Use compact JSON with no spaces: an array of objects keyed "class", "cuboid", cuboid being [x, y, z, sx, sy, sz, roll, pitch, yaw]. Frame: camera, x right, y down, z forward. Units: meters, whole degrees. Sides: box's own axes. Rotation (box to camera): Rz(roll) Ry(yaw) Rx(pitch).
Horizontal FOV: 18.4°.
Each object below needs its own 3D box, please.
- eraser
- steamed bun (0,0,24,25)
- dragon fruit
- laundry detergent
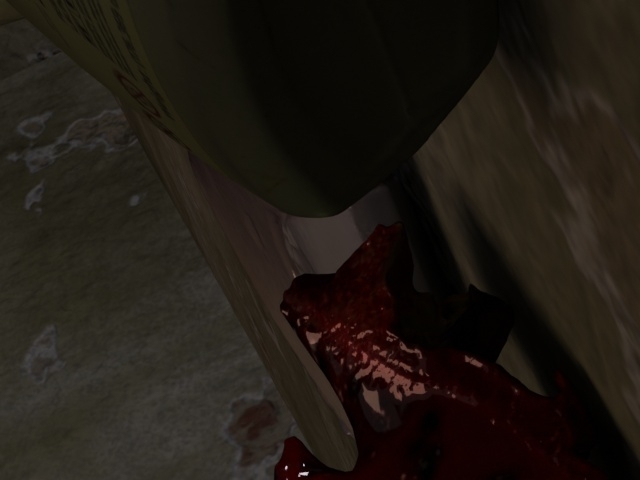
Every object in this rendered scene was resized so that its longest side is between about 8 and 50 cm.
[{"class":"eraser","cuboid":[0.001,-0.001,0.871,0.204,0.059,0.243,66,170,-26]},{"class":"steamed bun","cuboid":[-0.193,-0.199,0.725,0.290,0.272,0.273,63,175,-28]},{"class":"dragon fruit","cuboid":[0.041,0.089,0.673,0.192,0.122,0.092,58,-173,30]},{"class":"laundry detergent","cuboid":[-0.074,-0.121,0.515,0.253,0.091,0.181,39,168,31]}]
